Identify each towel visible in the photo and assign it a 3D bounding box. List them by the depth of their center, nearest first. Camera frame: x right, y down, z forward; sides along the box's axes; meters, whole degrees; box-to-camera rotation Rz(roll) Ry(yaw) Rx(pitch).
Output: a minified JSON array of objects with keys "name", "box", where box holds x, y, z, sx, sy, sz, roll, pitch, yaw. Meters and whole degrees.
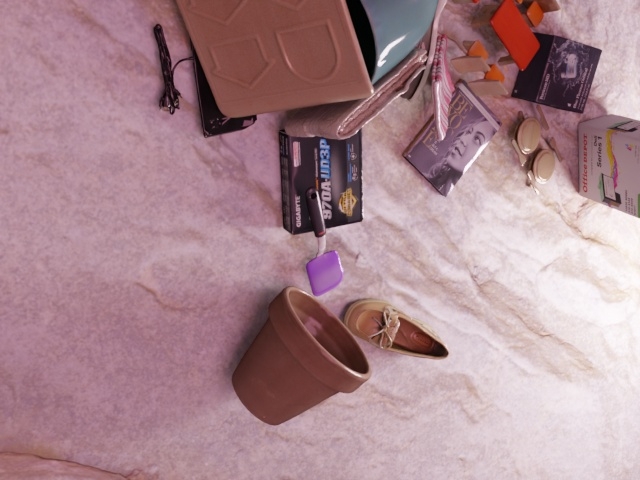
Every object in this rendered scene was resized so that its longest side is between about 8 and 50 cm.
[{"name":"towel","box":[0.073,-0.288,1.731,0.282,0.187,0.049,-43,118,-23]},{"name":"towel","box":[0.258,-0.325,1.850,0.029,0.197,0.144,-1,132,14]}]

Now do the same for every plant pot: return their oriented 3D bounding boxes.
[{"name":"plant pot","box":[0.081,-0.455,1.657,0.235,0.293,0.293,-37,121,-27]},{"name":"plant pot","box":[-0.060,0.264,1.861,0.229,0.263,0.263,-44,124,13]}]

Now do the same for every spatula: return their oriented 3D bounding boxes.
[{"name":"spatula","box":[0.000,0.000,1.854,0.084,0.030,0.296,-26,138,-17]}]

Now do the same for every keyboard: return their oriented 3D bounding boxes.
[{"name":"keyboard","box":[-0.226,-0.350,1.661,0.201,0.033,0.317,-16,113,-28]}]

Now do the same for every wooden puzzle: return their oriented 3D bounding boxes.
[{"name":"wooden puzzle","box":[-0.089,-0.393,1.560,0.080,0.322,0.348,-60,137,-45]}]

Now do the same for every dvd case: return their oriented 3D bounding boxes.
[{"name":"dvd case","box":[0.304,-0.232,2.004,0.164,0.018,0.221,40,85,-33]}]

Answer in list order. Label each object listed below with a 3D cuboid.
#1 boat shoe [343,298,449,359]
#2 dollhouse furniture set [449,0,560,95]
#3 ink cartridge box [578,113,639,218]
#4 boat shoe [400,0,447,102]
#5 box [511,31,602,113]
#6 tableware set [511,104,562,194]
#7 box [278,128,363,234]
[{"name":"boat shoe","box":[0.182,0.211,2.044,0.285,0.089,0.104,18,98,-32]},{"name":"dollhouse furniture set","box":[0.388,-0.478,1.865,0.259,0.135,0.262,45,70,-32]},{"name":"ink cartridge box","box":[0.758,-0.177,2.123,0.117,0.278,0.201,-16,114,-20]},{"name":"boat shoe","box":[0.194,-0.442,1.822,0.091,0.109,0.305,7,108,-15]},{"name":"box","box":[0.551,-0.390,2.044,0.158,0.093,0.156,7,103,-30]},{"name":"tableware set","box":[0.510,-0.217,2.114,0.128,0.039,0.194,-51,130,-19]},{"name":"box","box":[0.004,-0.135,1.849,0.175,0.051,0.220,-11,112,-25]}]
